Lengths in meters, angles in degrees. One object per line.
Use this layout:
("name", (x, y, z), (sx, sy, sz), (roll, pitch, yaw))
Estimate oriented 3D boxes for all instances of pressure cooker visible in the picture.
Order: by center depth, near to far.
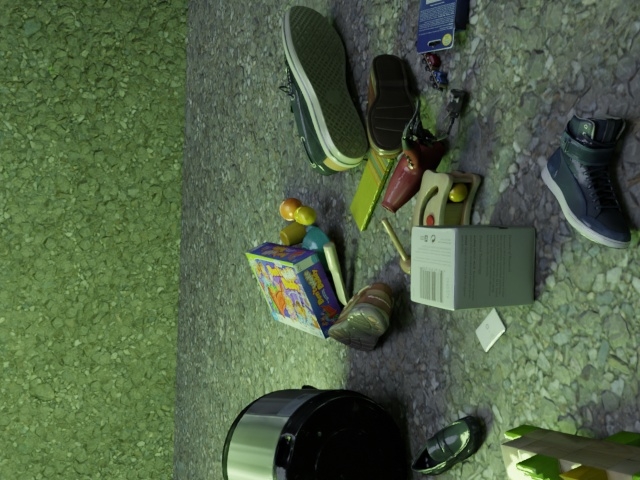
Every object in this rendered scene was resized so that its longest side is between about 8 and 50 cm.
("pressure cooker", (-0.035, 0.542, 1.989), (0.420, 0.370, 0.375), (-15, 66, 56))

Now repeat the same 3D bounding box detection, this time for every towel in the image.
("towel", (0.129, -0.142, 2.045), (0.102, 0.021, 0.237), (-110, 31, -44))

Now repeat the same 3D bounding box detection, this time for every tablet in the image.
("tablet", (0.343, 0.181, 1.636), (0.083, 0.006, 0.054), (-63, 38, 43))

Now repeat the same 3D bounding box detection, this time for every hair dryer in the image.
("hair dryer", (0.190, -0.186, 1.706), (0.080, 0.224, 0.293), (35, 128, 27))

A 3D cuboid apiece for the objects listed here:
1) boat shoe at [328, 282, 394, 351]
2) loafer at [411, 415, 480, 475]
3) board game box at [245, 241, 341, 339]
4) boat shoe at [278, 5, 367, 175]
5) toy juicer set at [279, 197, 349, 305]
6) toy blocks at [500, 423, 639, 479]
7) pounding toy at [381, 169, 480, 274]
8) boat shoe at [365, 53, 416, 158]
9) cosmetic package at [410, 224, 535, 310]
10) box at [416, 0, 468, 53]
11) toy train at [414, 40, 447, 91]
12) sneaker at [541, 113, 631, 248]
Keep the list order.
("boat shoe", (0.111, 0.191, 2.010), (0.116, 0.123, 0.324), (-64, 7, -24))
("loafer", (0.266, 0.443, 1.718), (0.223, 0.078, 0.076), (-60, 40, 46))
("board game box", (-0.076, 0.134, 2.298), (0.347, 0.078, 0.233), (8, 124, 64))
("boat shoe", (-0.014, -0.398, 2.145), (0.156, 0.187, 0.499), (-38, 62, 51))
("toy juicer set", (0.000, 0.000, 2.201), (0.329, 0.090, 0.209), (46, 152, 38))
("toy blocks", (0.442, 0.458, 1.292), (0.381, 0.191, 0.260), (-8, 95, 63))
("pounding toy", (0.229, -0.022, 1.693), (0.154, 0.155, 0.269), (-124, 39, -52))
("boat shoe", (0.159, -0.289, 1.852), (0.104, 0.111, 0.307), (96, -179, -52))
("cosmetic package", (0.289, 0.047, 1.541), (0.151, 0.184, 0.151), (7, 98, 64))
("box", (0.263, -0.518, 1.732), (0.136, 0.037, 0.225), (12, 99, 61))
("toy train", (0.247, -0.393, 1.790), (0.036, 0.027, 0.158), (-44, 50, 40))
("sneaker", (0.454, -0.108, 1.313), (0.226, 0.086, 0.163), (-115, 32, -41))
